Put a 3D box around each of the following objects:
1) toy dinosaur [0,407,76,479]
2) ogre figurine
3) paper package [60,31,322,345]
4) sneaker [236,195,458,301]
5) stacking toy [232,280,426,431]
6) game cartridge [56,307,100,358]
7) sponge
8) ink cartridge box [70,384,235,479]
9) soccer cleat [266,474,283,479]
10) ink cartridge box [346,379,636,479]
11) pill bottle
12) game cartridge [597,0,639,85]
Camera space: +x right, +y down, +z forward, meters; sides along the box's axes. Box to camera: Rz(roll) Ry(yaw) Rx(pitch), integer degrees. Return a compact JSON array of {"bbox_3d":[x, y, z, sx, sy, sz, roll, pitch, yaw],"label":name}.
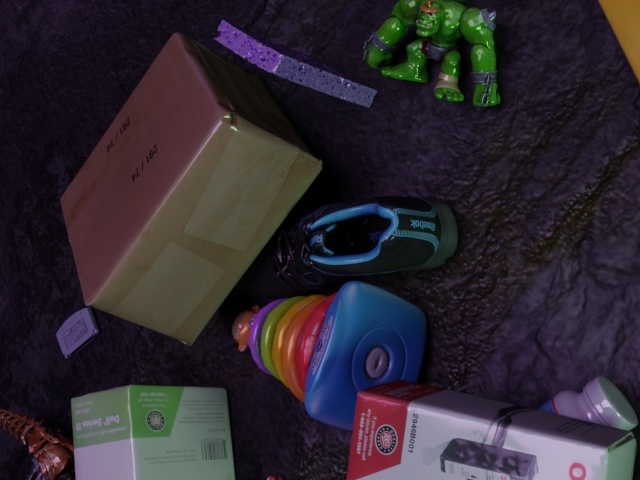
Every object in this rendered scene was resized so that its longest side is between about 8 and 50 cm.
[{"bbox_3d":[-0.407,0.385,1.538,0.218,0.164,0.322,-49,39,2],"label":"toy dinosaur"},{"bbox_3d":[0.146,-0.250,1.263,0.197,0.097,0.118,38,123,48],"label":"ogre figurine"},{"bbox_3d":[-0.189,-0.077,1.367,0.325,0.168,0.309,-53,35,16],"label":"paper package"},{"bbox_3d":[0.000,0.000,1.291,0.341,0.140,0.125,-16,77,34],"label":"sneaker"},{"bbox_3d":[-0.025,0.130,1.302,0.302,0.166,0.175,10,79,50],"label":"stacking toy"},{"bbox_3d":[-0.393,0.147,1.617,0.083,0.017,0.056,-38,67,24],"label":"game cartridge"},{"bbox_3d":[-0.029,-0.227,1.305,0.117,0.210,0.031,35,105,34],"label":"sponge"},{"bbox_3d":[-0.213,0.378,1.335,0.119,0.207,0.353,-16,73,31],"label":"ink cartridge box"},{"bbox_3d":[-0.052,0.355,1.340,0.035,0.029,0.083,-49,55,29],"label":"soccer cleat"},{"bbox_3d":[0.170,0.272,1.039,0.273,0.114,0.197,8,93,29],"label":"ink cartridge box"},{"bbox_3d":[0.265,0.221,1.102,0.160,0.087,0.087,-43,61,23],"label":"pill bottle"},{"bbox_3d":[0.455,-0.284,1.080,0.285,0.053,0.323,-30,69,28],"label":"game cartridge"}]
